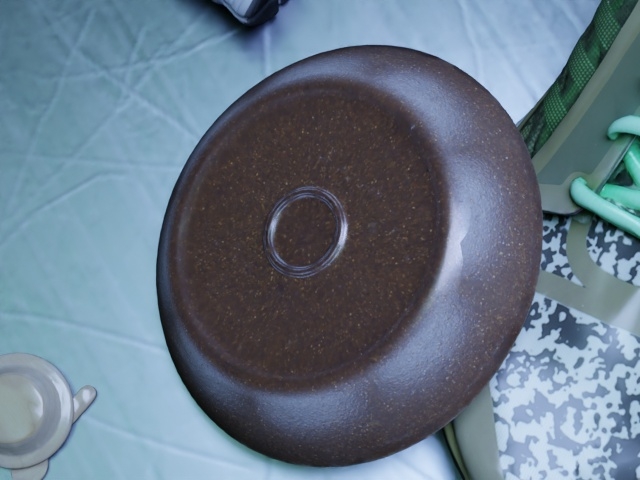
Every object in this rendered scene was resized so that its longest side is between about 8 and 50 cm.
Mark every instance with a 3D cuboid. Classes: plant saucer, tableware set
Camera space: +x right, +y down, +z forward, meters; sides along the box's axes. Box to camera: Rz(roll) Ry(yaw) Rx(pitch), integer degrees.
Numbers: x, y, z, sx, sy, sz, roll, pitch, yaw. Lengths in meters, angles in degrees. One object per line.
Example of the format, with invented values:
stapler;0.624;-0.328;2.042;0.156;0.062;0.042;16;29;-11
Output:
plant saucer;0.000;0.000;0.638;0.199;0.036;0.198;-9;71;27
tableware set;-0.199;0.096;0.673;0.169;0.020;0.141;31;82;6

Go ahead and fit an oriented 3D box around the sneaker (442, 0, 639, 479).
sneaker;0.166;-0.063;0.619;0.158;0.182;0.410;24;80;5

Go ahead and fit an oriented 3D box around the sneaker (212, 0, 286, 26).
sneaker;-0.025;-0.216;0.707;0.094;0.081;0.208;25;80;8
